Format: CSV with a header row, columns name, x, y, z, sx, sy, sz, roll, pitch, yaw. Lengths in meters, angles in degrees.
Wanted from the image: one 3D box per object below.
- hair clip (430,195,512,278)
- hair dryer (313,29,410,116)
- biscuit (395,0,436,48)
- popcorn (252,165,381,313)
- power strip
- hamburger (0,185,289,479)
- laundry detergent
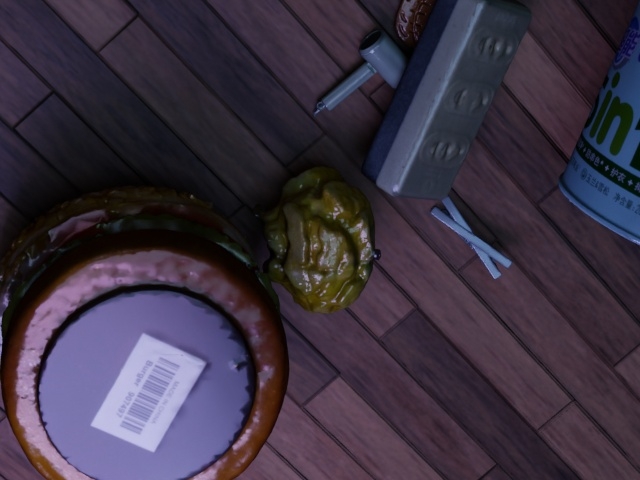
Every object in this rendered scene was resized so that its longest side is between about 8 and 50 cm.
name,x,y,z,sx,sy,sz,roll,pitch,yaw
hair clip,0.177,-0.005,2.023,0.030,0.039,0.115,-45,104,-2
hair dryer,0.042,-0.175,1.915,0.124,0.038,0.063,-39,116,12
biscuit,0.126,-0.256,1.908,0.078,0.015,0.091,13,109,-17
popcorn,0.000,0.000,1.923,0.152,0.148,0.167,8,94,14
power strip,0.139,-0.160,1.903,0.105,0.070,0.256,5,116,-49
hamburger,-0.200,0.107,1.859,0.330,0.250,0.330,-4,110,-11
laundry detergent,0.451,-0.146,1.880,0.287,0.287,0.305,15,109,-18
